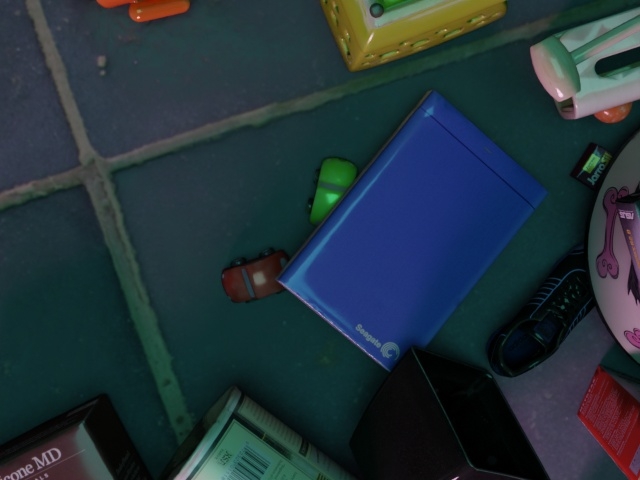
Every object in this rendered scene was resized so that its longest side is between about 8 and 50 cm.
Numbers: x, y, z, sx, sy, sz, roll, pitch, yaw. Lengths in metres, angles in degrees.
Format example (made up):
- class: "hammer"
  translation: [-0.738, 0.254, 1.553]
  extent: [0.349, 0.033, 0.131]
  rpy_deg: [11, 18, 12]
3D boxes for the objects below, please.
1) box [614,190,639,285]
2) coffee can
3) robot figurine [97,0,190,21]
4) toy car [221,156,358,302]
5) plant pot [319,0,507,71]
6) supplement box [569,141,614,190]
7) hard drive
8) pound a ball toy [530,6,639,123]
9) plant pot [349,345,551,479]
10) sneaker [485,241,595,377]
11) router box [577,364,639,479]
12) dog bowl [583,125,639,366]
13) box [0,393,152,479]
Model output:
- class: "box"
  translation: [0.480, -0.001, 1.307]
  extent: [0.231, 0.056, 0.183]
  rpy_deg: [-21, 99, -7]
- class: "coffee can"
  translation: [-0.063, 0.350, 1.470]
  extent: [0.275, 0.201, 0.201]
  rpy_deg: [38, 96, -4]
- class: "robot figurine"
  translation: [-0.226, -0.369, 1.415]
  extent: [0.219, 0.128, 0.158]
  rpy_deg: [-16, 76, 3]
- class: "toy car"
  translation: [0.000, 0.000, 1.498]
  extent: [0.239, 0.053, 0.225]
  rpy_deg: [13, 97, -2]
- class: "plant pot"
  translation: [0.105, -0.349, 1.378]
  extent: [0.228, 0.207, 0.227]
  rpy_deg: [-20, 96, 1]
- class: "supplement box"
  translation: [0.384, -0.086, 1.494]
  extent: [0.083, 0.043, 0.055]
  rpy_deg: [31, 97, -3]
- class: "hard drive"
  translation: [0.122, -0.007, 1.467]
  extent: [0.210, 0.040, 0.318]
  rpy_deg: [40, 85, -12]
- class: "pound a ball toy"
  translation: [0.412, -0.225, 1.393]
  extent: [0.319, 0.208, 0.135]
  rpy_deg: [-18, 97, 1]
- class: "plant pot"
  translation: [0.150, 0.274, 1.451]
  extent: [0.167, 0.187, 0.188]
  rpy_deg: [-43, 140, 21]
- class: "sneaker"
  translation: [0.316, 0.095, 1.493]
  extent: [0.081, 0.090, 0.232]
  rpy_deg: [41, 96, -5]
- class: "router box"
  translation: [0.524, 0.284, 1.413]
  extent: [0.335, 0.301, 0.082]
  rpy_deg: [21, 97, -2]
- class: "dog bowl"
  translation: [0.555, 0.010, 1.424]
  extent: [0.408, 0.150, 0.408]
  rpy_deg: [-1, 94, -9]
- class: "box"
  translation: [-0.294, 0.424, 1.512]
  extent: [0.191, 0.143, 0.381]
  rpy_deg: [-28, 95, 4]
